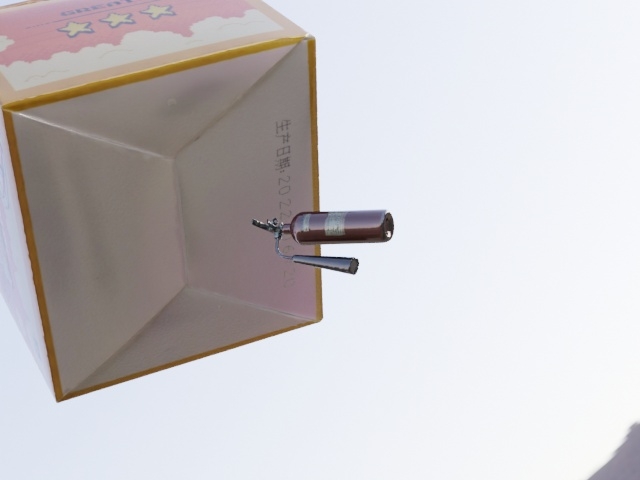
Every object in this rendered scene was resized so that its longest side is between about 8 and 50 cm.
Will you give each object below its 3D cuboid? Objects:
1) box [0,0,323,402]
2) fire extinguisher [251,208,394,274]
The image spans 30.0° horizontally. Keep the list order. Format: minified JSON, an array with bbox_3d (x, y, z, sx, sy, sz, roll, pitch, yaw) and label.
[{"bbox_3d":[-0.157,-0.059,1.042,0.259,0.214,0.284,-15,-57,-21],"label":"box"},{"bbox_3d":[0.003,0.002,0.856,0.100,0.046,0.032,-2,4,24],"label":"fire extinguisher"}]
